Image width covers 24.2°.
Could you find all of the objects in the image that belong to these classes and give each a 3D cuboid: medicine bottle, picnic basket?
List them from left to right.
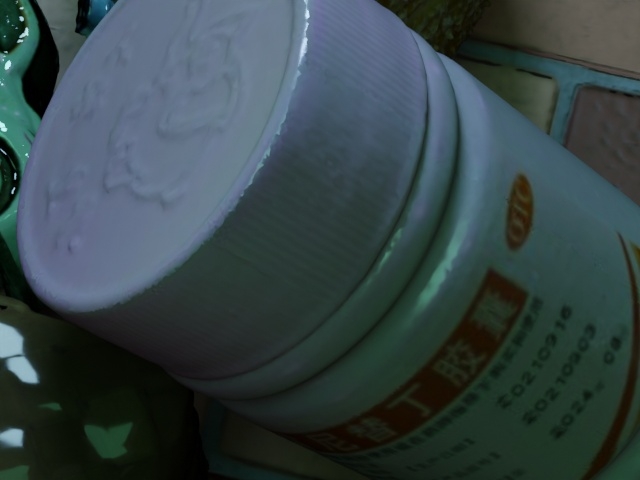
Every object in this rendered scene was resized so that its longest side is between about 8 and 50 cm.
[{"bbox_3d":[-0.224,0.189,0.786,0.291,0.254,0.321,18,69,7],"label":"picnic basket"},{"bbox_3d":[0.031,0.010,0.744,0.202,0.316,0.202,-30,45,34],"label":"medicine bottle"}]

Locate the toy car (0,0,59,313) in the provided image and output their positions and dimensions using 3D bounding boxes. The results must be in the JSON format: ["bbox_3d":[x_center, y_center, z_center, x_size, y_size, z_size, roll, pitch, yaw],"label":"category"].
[{"bbox_3d":[-0.220,-0.101,0.916,0.125,0.136,0.305,-30,77,-15],"label":"toy car"}]

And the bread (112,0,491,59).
[{"bbox_3d":[0.006,-0.209,0.849,0.159,0.306,0.305,-2,75,40],"label":"bread"}]

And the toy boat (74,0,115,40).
[{"bbox_3d":[-0.099,-0.051,0.904,0.109,0.098,0.237,1,71,-26],"label":"toy boat"}]
